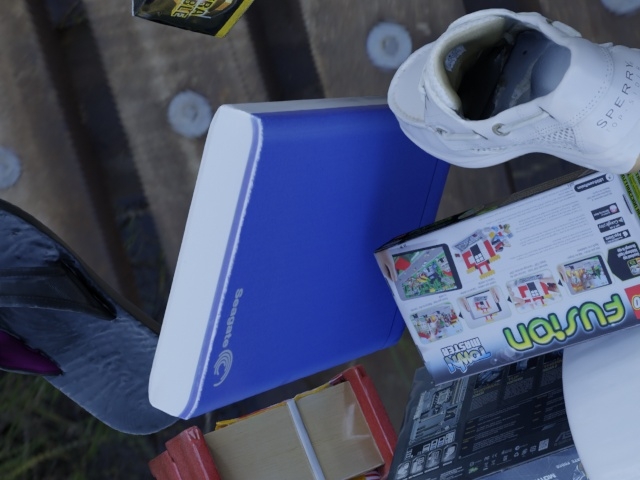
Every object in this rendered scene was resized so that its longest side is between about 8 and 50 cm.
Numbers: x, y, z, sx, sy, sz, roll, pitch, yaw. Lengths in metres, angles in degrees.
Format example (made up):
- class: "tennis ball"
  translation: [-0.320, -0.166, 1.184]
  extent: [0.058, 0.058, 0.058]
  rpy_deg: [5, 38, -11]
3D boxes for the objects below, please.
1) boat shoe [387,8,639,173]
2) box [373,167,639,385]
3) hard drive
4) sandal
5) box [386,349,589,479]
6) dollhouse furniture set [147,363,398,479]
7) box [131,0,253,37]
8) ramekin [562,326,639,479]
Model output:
- class: "boat shoe"
  translation: [0.108, -0.104, 1.030]
  extent: [0.096, 0.277, 0.098]
  rpy_deg: [25, 83, -27]
- class: "box"
  translation: [0.148, 0.024, 1.180]
  extent: [0.207, 0.036, 0.114]
  rpy_deg: [-20, 98, 35]
- class: "hard drive"
  translation: [0.000, 0.000, 1.208]
  extent: [0.040, 0.319, 0.210]
  rpy_deg: [21, 106, 25]
- class: "sandal"
  translation: [-0.308, 0.087, 1.827]
  extent: [0.446, 0.107, 0.167]
  rpy_deg: [34, 108, -28]
- class: "box"
  translation: [0.170, 0.151, 1.404]
  extent: [0.233, 0.183, 0.059]
  rpy_deg: [-25, 119, 32]
- class: "dollhouse furniture set"
  translation: [0.003, 0.329, 1.583]
  extent: [0.201, 0.152, 0.374]
  rpy_deg: [-17, 76, -24]
- class: "box"
  translation: [-0.053, -0.341, 1.139]
  extent: [0.079, 0.322, 0.257]
  rpy_deg: [10, 153, -25]
- class: "ramekin"
  translation: [0.311, 0.119, 1.264]
  extent: [0.277, 0.277, 0.135]
  rpy_deg: [48, 135, -14]
